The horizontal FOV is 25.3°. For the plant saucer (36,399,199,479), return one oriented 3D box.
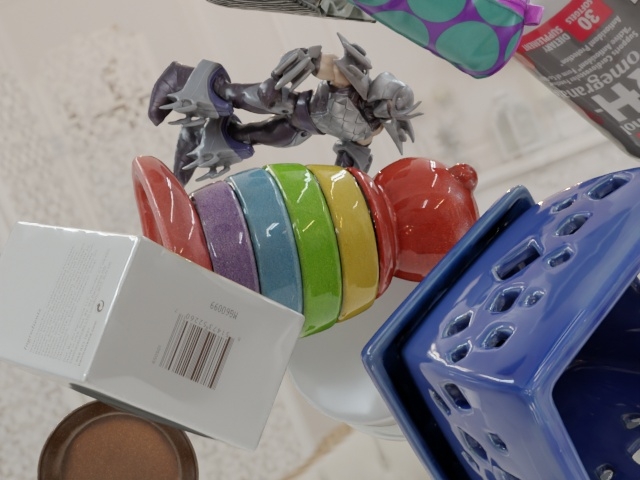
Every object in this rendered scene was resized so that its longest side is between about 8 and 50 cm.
[{"bbox_3d":[-0.249,0.290,1.770,0.199,0.198,0.036,-22,2,-2],"label":"plant saucer"}]

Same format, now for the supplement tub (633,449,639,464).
[{"bbox_3d":[0.428,0.275,1.220,0.228,0.228,0.316,-23,50,-8],"label":"supplement tub"}]

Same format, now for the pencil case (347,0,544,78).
[{"bbox_3d":[0.055,-0.160,0.858,0.070,0.152,0.064,-33,33,51],"label":"pencil case"}]

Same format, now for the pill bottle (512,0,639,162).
[{"bbox_3d":[0.304,-0.178,1.325,0.176,0.318,0.176,-42,26,26],"label":"pill bottle"}]

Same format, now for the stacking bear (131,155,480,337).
[{"bbox_3d":[0.000,0.000,1.244,0.289,0.175,0.164,-12,28,-14],"label":"stacking bear"}]

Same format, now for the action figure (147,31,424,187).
[{"bbox_3d":[-0.027,-0.122,1.414,0.285,0.185,0.099,-3,47,29],"label":"action figure"}]

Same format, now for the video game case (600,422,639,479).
[{"bbox_3d":[0.425,0.249,1.687,0.026,0.274,0.196,9,-65,-53],"label":"video game case"}]

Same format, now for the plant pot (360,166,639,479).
[{"bbox_3d":[0.182,0.097,1.042,0.236,0.236,0.212,-46,30,-26],"label":"plant pot"}]

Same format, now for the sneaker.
[{"bbox_3d":[-0.025,-0.301,1.468,0.122,0.146,0.330,10,11,18],"label":"sneaker"}]

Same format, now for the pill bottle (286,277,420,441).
[{"bbox_3d":[0.107,0.110,1.508,0.204,0.204,0.361,-20,-15,19],"label":"pill bottle"}]

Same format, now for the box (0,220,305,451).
[{"bbox_3d":[-0.118,0.056,0.885,0.130,0.091,0.170,28,-13,-35],"label":"box"}]
